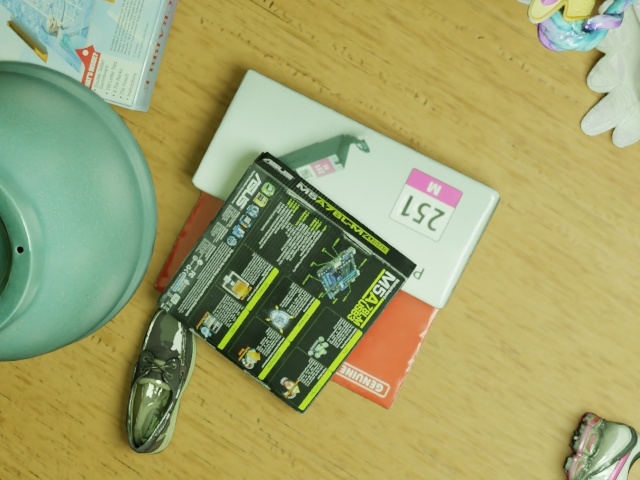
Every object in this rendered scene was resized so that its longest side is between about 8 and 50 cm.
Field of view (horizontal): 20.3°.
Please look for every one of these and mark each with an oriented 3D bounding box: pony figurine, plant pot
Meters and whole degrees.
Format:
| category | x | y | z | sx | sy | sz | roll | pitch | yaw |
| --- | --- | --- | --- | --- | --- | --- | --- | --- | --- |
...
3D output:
| category | x | y | z | sx | sy | sz | roll | pitch | yaw |
| --- | --- | --- | --- | --- | --- | --- | --- | --- | --- |
| pony figurine | 0.251 | -0.283 | 1.590 | 0.303 | 0.351 | 0.363 | 33 | 74 | 4 |
| plant pot | -0.320 | -0.010 | 1.675 | 0.293 | 0.196 | 0.293 | 2 | 104 | 10 |

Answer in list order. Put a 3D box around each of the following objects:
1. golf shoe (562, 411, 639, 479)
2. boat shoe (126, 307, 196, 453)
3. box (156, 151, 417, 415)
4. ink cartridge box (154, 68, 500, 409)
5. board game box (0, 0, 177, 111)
| category | x | y | z | sx | sy | sz | roll | pitch | yaw |
| --- | --- | --- | --- | --- | --- | --- | --- | --- | --- |
| golf shoe | 0.257 | 0.262 | 1.696 | 0.086 | 0.067 | 0.186 | 20 | 92 | 5 |
| boat shoe | -0.157 | 0.137 | 1.757 | 0.056 | 0.049 | 0.152 | 8 | 91 | 7 |
| box | -0.035 | 0.042 | 1.707 | 0.184 | 0.045 | 0.190 | 35 | 116 | 0 |
| ink cartridge box | 0.000 | 0.000 | 1.734 | 0.275 | 0.060 | 0.239 | 27 | 92 | 6 |
| board game box | -0.283 | -0.320 | 1.765 | 0.318 | 0.066 | 0.318 | 17 | 92 | 7 |
